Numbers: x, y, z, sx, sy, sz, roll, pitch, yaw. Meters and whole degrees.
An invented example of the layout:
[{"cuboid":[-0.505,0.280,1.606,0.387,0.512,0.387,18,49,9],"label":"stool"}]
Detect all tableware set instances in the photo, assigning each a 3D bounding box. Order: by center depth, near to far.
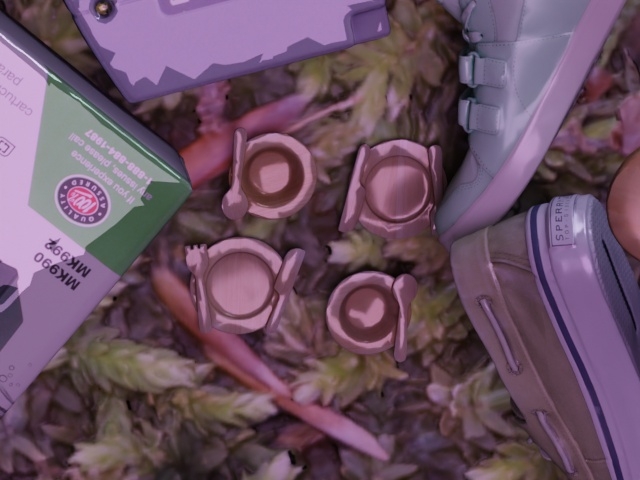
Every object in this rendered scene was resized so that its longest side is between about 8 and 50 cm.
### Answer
[{"cuboid":[0.000,0.000,1.256,0.169,0.020,0.141,7,102,-11],"label":"tableware set"}]

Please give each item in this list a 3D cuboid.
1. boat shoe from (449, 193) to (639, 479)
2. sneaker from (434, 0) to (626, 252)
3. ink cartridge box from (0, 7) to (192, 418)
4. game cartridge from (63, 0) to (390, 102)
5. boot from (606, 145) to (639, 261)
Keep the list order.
[{"cuboid":[0.168,0.095,1.256,0.094,0.109,0.302,-10,125,22],"label":"boat shoe"},{"cuboid":[0.091,-0.124,1.215,0.151,0.094,0.256,26,110,5],"label":"sneaker"},{"cuboid":[-0.245,0.006,1.163,0.211,0.121,0.289,38,95,-15],"label":"ink cartridge box"},{"cuboid":[-0.084,-0.238,1.169,0.196,0.060,0.294,-15,105,-9],"label":"game cartridge"},{"cuboid":[0.286,-0.051,1.190,0.295,0.211,0.104,-17,94,-7],"label":"boot"}]
